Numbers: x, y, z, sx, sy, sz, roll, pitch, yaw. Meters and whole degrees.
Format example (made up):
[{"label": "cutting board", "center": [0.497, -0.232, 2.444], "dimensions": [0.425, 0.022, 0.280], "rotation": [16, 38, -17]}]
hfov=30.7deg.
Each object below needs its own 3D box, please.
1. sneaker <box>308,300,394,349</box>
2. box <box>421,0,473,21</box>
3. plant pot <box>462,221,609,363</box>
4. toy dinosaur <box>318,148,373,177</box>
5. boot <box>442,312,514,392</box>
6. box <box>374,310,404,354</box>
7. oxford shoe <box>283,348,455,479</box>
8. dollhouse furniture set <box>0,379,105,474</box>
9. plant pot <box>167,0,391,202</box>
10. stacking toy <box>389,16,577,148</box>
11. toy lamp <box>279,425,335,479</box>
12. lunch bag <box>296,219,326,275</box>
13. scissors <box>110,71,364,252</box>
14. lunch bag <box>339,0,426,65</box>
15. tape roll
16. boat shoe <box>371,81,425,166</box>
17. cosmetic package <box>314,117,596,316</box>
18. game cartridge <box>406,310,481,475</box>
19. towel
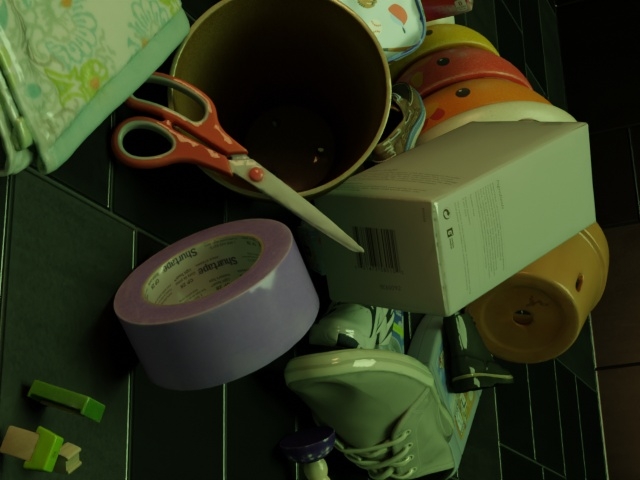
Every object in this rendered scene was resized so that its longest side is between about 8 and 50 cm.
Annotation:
[{"label": "sneaker", "center": [0.052, 0.068, 1.581], "dimensions": [0.235, 0.094, 0.153], "rotation": [4, 93, -67]}, {"label": "box", "center": [0.091, -0.390, 1.706], "dimensions": [0.122, 0.257, 0.128], "rotation": [-75, 146, -43]}, {"label": "plant pot", "center": [0.368, 0.083, 2.094], "dimensions": [0.203, 0.291, 0.290], "rotation": [-68, 141, -54]}, {"label": "toy dinosaur", "center": [0.042, -0.072, 1.672], "dimensions": [0.160, 0.121, 0.313], "rotation": [-40, 119, -52]}, {"label": "boot", "center": [0.270, 0.185, 1.987], "dimensions": [0.198, 0.077, 0.137], "rotation": [14, 62, -66]}, {"label": "box", "center": [0.090, 0.150, 1.747], "dimensions": [0.109, 0.042, 0.178], "rotation": [37, 48, -58]}, {"label": "oxford shoe", "center": [0.083, 0.246, 1.543], "dimensions": [0.449, 0.169, 0.130], "rotation": [49, 39, -58]}, {"label": "dollhouse furniture set", "center": [-0.240, 0.198, 0.984], "dimensions": [0.076, 0.059, 0.151], "rotation": [49, 56, -62]}, {"label": "plant pot", "center": [-0.041, -0.135, 1.352], "dimensions": [0.254, 0.237, 0.237], "rotation": [83, 1, -79]}, {"label": "stacking toy", "center": [0.210, -0.246, 1.985], "dimensions": [0.350, 0.351, 0.479], "rotation": [47, 20, -52]}, {"label": "toy lamp", "center": [0.020, 0.370, 1.444], "dimensions": [0.080, 0.080, 0.274], "rotation": [-34, 113, -65]}, {"label": "lunch bag", "center": [0.000, 0.000, 1.590], "dimensions": [0.083, 0.053, 0.071], "rotation": [-75, 150, -63]}, {"label": "scissors", "center": [-0.077, -0.085, 1.204], "dimensions": [0.021, 0.297, 0.109], "rotation": [108, 3, -71]}, {"label": "lunch bag", "center": [0.009, -0.350, 1.547], "dimensions": [0.243, 0.115, 0.303], "rotation": [-31, 115, -23]}, {"label": "tape roll", "center": [-0.102, 0.060, 1.151], "dimensions": [0.189, 0.189, 0.080], "rotation": [-64, 137, -55]}, {"label": "boat shoe", "center": [0.104, -0.171, 1.633], "dimensions": [0.066, 0.066, 0.183], "rotation": [57, 28, -37]}, {"label": "cosmetic package", "center": [0.186, -0.043, 1.525], "dimensions": [0.366, 0.197, 0.155], "rotation": [-24, 112, -43]}, {"label": "game cartridge", "center": [0.207, 0.238, 1.970], "dimensions": [0.297, 0.062, 0.198], "rotation": [-58, 137, -58]}, {"label": "towel", "center": [-0.261, -0.265, 1.052], "dimensions": [0.374, 0.090, 0.320], "rotation": [-64, 138, -55]}]
